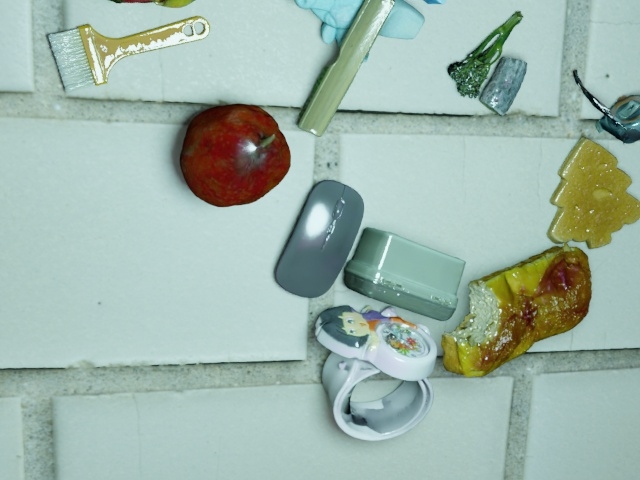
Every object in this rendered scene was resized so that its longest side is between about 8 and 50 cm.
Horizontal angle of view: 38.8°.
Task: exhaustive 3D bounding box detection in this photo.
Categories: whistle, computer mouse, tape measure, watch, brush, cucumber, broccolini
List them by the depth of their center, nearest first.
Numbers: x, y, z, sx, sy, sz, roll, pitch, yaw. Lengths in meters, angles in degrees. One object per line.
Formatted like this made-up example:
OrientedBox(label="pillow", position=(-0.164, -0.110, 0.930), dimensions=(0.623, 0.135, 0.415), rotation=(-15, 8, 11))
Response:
OrientedBox(label="brush", position=(-0.322, -0.339, 1.572), dimensions=(0.272, 0.013, 0.103), rotation=(-18, 108, -11))
OrientedBox(label="whistle", position=(0.058, -0.423, 1.618), dimensions=(0.274, 0.093, 0.186), rotation=(15, 126, -20))
OrientedBox(label="brush", position=(0.042, -0.315, 1.623), dimensions=(0.054, 0.048, 0.282), rotation=(19, 116, -26))
OrientedBox(label="computer mouse", position=(0.000, 0.001, 1.721), dimensions=(0.120, 0.057, 0.232), rotation=(24, 97, -20))
OrientedBox(label="broccolini", position=(0.321, -0.360, 1.721), dimensions=(0.074, 0.058, 0.201), rotation=(39, 92, -27))
OrientedBox(label="cucumber", position=(0.353, -0.299, 1.741), dimensions=(0.064, 0.064, 0.112), rotation=(27, 95, -20))
OrientedBox(label="watch", position=(0.091, 0.257, 1.769), dimensions=(0.244, 0.196, 0.231), rotation=(7, 123, -16))
OrientedBox(label="tape measure", position=(0.585, -0.280, 1.787), dimensions=(0.107, 0.104, 0.180), rotation=(-40, 111, 1))

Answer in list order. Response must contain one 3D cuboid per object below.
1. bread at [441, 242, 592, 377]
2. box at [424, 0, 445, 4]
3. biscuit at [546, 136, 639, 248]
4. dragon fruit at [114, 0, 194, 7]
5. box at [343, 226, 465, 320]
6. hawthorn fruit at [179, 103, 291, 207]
OrientedBox(label="bread", position=(0.386, 0.128, 1.766), dimensions=(0.380, 0.109, 0.185), rotation=(-21, 117, -34))
OrientedBox(label="box", position=(0.166, -0.547, 1.619), dimensions=(0.232, 0.083, 0.142), rotation=(36, 94, -21))
OrientedBox(label="biscuit", position=(0.553, -0.097, 1.860), dimensions=(0.212, 0.041, 0.239), rotation=(-15, 107, -5))
OrientedBox(label="dragon fruit", position=(-0.279, -0.519, 1.429), dimensions=(0.305, 0.226, 0.305), rotation=(-5, 105, -17))
OrientedBox(label="box", position=(0.162, 0.064, 1.737), dimensions=(0.210, 0.148, 0.129), rotation=(20, 90, -22))
OrientedBox(label="hawthorn fruit", position=(-0.133, -0.150, 1.566), dimensions=(0.189, 0.251, 0.189), rotation=(3, 86, -38))
